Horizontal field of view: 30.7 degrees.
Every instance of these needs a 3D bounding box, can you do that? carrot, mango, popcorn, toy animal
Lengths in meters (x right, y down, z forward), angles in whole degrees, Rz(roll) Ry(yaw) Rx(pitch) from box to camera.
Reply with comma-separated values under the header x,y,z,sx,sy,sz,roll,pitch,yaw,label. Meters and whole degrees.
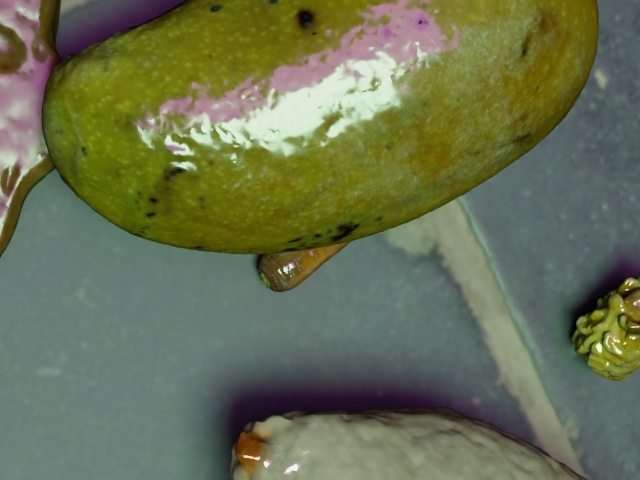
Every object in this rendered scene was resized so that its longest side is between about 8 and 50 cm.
x,y,z,sx,sy,sz,roll,pitch,yaw,label
0.000,0.000,0.747,0.093,0.032,0.032,-33,100,-17,carrot
0.013,-0.087,0.672,0.329,0.175,0.177,-32,85,-20,mango
0.210,0.058,0.787,0.082,0.083,0.057,-35,72,8,popcorn
0.083,0.229,0.692,0.358,0.188,0.227,33,75,-14,toy animal

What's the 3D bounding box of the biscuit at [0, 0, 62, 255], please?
x,y,z,sx,sy,sz,roll,pitch,yaw,label
-0.314,-0.115,0.629,0.358,0.074,0.381,-20,94,-18,biscuit
